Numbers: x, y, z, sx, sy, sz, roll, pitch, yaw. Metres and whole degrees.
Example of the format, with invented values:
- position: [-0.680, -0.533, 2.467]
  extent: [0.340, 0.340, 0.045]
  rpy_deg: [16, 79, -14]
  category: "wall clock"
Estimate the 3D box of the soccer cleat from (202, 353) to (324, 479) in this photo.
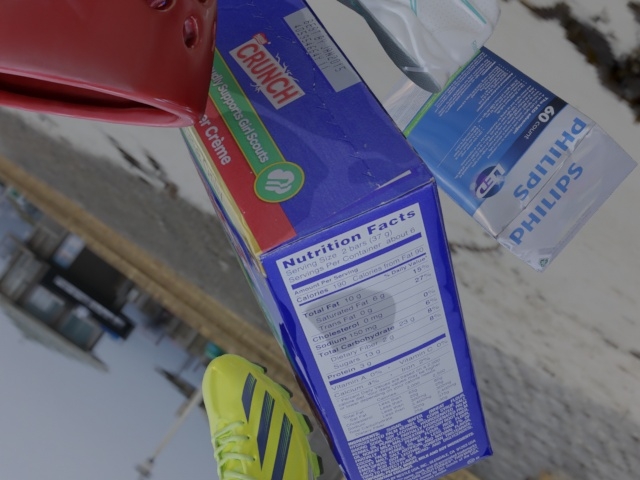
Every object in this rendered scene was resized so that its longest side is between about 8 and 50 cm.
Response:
- position: [-0.058, 0.235, 1.050]
  extent: [0.093, 0.121, 0.289]
  rpy_deg: [-50, 57, 48]
  category: "soccer cleat"

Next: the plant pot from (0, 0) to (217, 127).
- position: [-0.142, -0.159, 0.617]
  extent: [0.191, 0.174, 0.191]
  rpy_deg: [11, 178, 0]
  category: "plant pot"

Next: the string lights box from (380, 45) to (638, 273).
- position: [0.162, -0.096, 1.088]
  extent: [0.076, 0.133, 0.260]
  rpy_deg: [34, -169, -38]
  category: "string lights box"

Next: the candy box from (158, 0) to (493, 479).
- position: [0.000, 0.000, 0.827]
  extent: [0.317, 0.122, 0.268]
  rpy_deg: [72, 172, -47]
  category: "candy box"

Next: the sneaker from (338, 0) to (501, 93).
- position: [0.031, -0.145, 0.588]
  extent: [0.152, 0.061, 0.054]
  rpy_deg: [49, 180, 15]
  category: "sneaker"
